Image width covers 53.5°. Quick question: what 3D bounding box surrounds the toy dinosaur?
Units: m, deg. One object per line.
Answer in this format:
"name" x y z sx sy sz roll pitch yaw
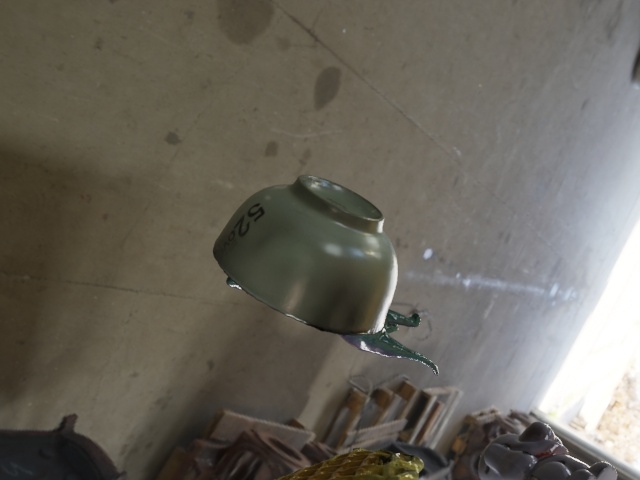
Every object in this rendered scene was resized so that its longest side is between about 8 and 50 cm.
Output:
"toy dinosaur" 0.025 0.171 1.309 0.331 0.383 0.129 -20 158 -30

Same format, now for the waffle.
"waffle" 0.022 0.367 0.954 0.250 0.261 0.056 -10 83 -31

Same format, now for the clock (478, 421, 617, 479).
"clock" 0.377 0.417 1.090 0.189 0.254 0.188 -6 105 -24

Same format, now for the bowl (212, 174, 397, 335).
"bowl" 0.000 0.000 1.163 0.354 0.354 0.185 -1 122 -56
